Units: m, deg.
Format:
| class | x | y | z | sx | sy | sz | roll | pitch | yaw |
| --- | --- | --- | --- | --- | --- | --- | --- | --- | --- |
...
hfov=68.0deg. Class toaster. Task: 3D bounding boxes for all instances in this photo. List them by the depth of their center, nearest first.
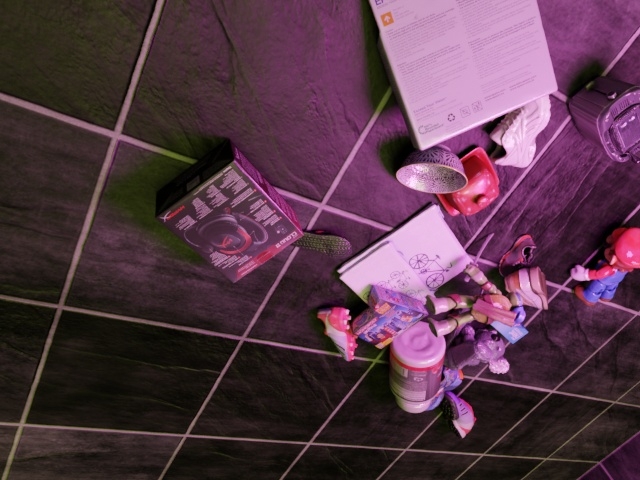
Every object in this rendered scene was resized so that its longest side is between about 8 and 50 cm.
| class | x | y | z | sx | sy | sz | roll | pitch | yaw |
| --- | --- | --- | --- | --- | --- | --- | --- | --- | --- |
| toaster | 0.724 | -0.301 | 1.179 | 0.129 | 0.146 | 0.227 | -41 | 127 | 16 |

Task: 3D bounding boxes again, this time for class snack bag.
| class | x | y | z | sx | sy | sz | roll | pitch | yaw |
| --- | --- | --- | --- | --- | --- | --- | --- | --- | --- |
| snack bag | 0.267 | 0.085 | 1.403 | 0.343 | 0.037 | 0.323 | -36 | 128 | 11 |

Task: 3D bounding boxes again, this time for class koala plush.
| class | x | y | z | sx | sy | sz | roll | pitch | yaw |
| --- | --- | --- | --- | --- | --- | --- | --- | --- | --- |
| koala plush | 0.530 | 0.356 | 1.610 | 0.221 | 0.196 | 0.203 | 10 | 134 | -24 |

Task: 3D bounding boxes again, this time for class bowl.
| class | x | y | z | sx | sy | sz | roll | pitch | yaw |
| --- | --- | --- | --- | --- | --- | --- | --- | --- | --- |
| bowl | 0.274 | -0.183 | 1.151 | 0.170 | 0.170 | 0.080 | 20 | 74 | -29 |

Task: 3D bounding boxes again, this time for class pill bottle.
| class | x | y | z | sx | sy | sz | roll | pitch | yaw |
| --- | --- | --- | --- | --- | --- | --- | --- | --- | --- |
| pill bottle | 0.319 | 0.437 | 1.599 | 0.176 | 0.176 | 0.318 | -12 | 129 | -9 |

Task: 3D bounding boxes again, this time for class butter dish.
| class | x | y | z | sx | sy | sz | roll | pitch | yaw |
| --- | --- | --- | --- | --- | --- | --- | --- | --- | --- |
| butter dish | 0.395 | -0.128 | 1.227 | 0.160 | 0.118 | 0.160 | -36 | 128 | 11 |

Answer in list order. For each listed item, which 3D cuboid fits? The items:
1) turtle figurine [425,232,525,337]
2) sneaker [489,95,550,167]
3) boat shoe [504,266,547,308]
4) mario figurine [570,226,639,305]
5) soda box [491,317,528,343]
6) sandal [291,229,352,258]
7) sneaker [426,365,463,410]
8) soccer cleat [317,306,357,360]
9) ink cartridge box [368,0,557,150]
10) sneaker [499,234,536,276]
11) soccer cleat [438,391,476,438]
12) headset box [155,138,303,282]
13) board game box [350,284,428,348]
| class | x | y | z | sx | sy | sz | roll | pitch | yaw |
| --- | --- | --- | --- | --- | --- | --- | --- | --- | --- |
| turtle figurine | 0.439 | 0.168 | 1.423 | 0.266 | 0.274 | 0.198 | -15 | 153 | -7 |
| sneaker | 0.477 | -0.277 | 1.160 | 0.115 | 0.090 | 0.232 | -7 | 127 | -8 |
| boat shoe | 0.671 | 0.154 | 1.536 | 0.103 | 0.113 | 0.302 | -10 | 153 | 29 |
| mario figurine | 0.967 | 0.067 | 1.584 | 0.198 | 0.170 | 0.320 | -40 | 151 | -33 |
| soda box | 0.635 | 0.277 | 1.647 | 0.071 | 0.067 | 0.210 | -42 | 128 | 15 |
| sandal | 0.000 | 0.000 | 1.257 | 0.179 | 0.040 | 0.067 | 14 | 116 | -10 |
| sneaker | 0.418 | 0.536 | 1.744 | 0.087 | 0.083 | 0.221 | 32 | 107 | -20 |
| soccer cleat | 0.057 | 0.290 | 1.479 | 0.095 | 0.083 | 0.248 | 4 | 138 | 18 |
| ink cartridge box | 0.295 | -0.404 | 0.990 | 0.324 | 0.071 | 0.330 | -23 | 106 | 1 |
| sneaker | 0.613 | 0.060 | 1.474 | 0.061 | 0.065 | 0.158 | 4 | 125 | -20 |
| soccer cleat | 0.559 | 0.685 | 1.927 | 0.116 | 0.109 | 0.318 | -38 | 129 | -14 |
| headset box | -0.197 | -0.050 | 1.103 | 0.218 | 0.110 | 0.293 | -35 | 129 | 10 |
| board game box | 0.188 | 0.221 | 1.423 | 0.194 | 0.060 | 0.194 | -41 | 127 | 18 |
